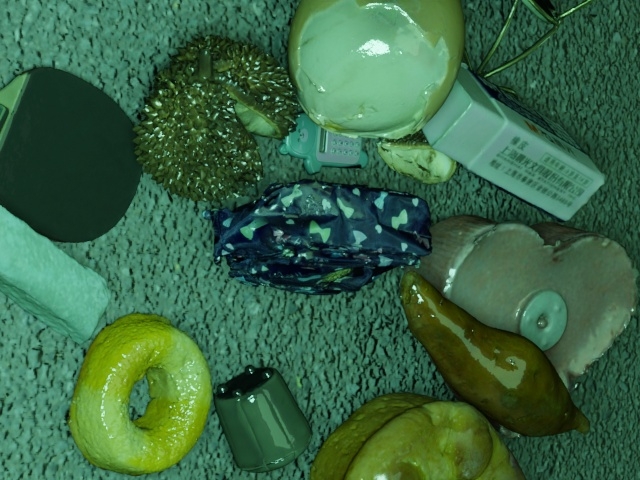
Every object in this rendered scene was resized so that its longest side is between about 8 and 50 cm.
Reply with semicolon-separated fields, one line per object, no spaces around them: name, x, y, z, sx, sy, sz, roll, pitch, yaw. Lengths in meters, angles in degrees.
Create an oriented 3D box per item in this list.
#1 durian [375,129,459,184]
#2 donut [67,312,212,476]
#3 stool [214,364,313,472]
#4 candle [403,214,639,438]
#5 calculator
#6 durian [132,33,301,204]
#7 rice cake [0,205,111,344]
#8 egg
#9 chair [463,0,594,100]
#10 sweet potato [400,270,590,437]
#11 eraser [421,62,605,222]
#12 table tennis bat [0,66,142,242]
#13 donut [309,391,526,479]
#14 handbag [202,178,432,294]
durian;0.123;-0.114;1.917;0.130;0.052;0.066;22;116;-36
donut;-0.186;0.168;1.642;0.162;0.065;0.178;14;84;-39
stool;-0.068;0.203;1.730;0.096;0.096;0.110;-32;107;-35
candle;0.250;0.106;1.976;0.317;0.131;0.287;1;98;-31
calculator;0.006;-0.124;1.820;0.141;0.019;0.094;2;94;-41
durian;-0.111;-0.137;1.617;0.196;0.167;0.196;8;90;-79
rice cake;-0.297;0.026;1.541;0.206;0.063;0.069;43;64;-34
egg;0.068;-0.238;1.751;0.201;0.201;0.244;40;53;-35
chair;0.266;-0.328;1.959;0.326;0.170;0.160;-39;133;18
sweet potato;0.219;0.160;1.832;0.359;0.112;0.112;35;71;-34
eraser;0.229;-0.130;1.921;0.287;0.130;0.086;25;118;-41
table tennis bat;-0.304;-0.105;1.555;0.301;0.022;0.173;29;74;-39
donut;0.123;0.340;1.840;0.299;0.150;0.317;0;99;-34
handbag;0.000;0.000;1.736;0.260;0.162;0.113;4;76;-41
